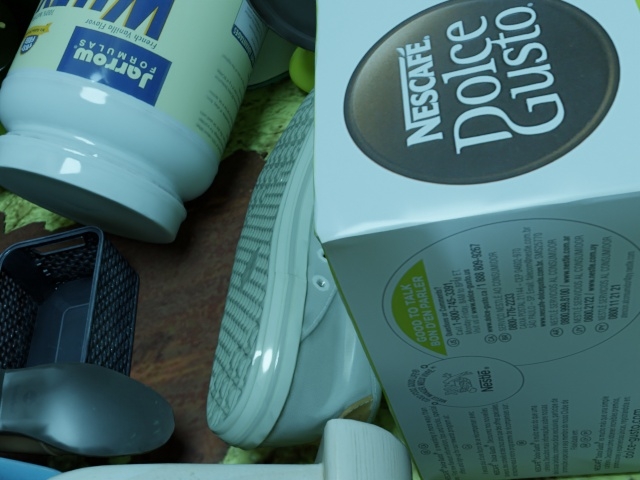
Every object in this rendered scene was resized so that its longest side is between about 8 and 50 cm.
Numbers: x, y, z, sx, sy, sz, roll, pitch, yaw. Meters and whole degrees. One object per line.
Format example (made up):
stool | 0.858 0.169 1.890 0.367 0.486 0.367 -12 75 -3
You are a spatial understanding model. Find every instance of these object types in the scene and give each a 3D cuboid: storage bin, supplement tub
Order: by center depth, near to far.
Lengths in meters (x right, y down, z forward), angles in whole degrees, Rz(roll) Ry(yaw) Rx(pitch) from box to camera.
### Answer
storage bin | -0.261 0.087 0.723 0.122 0.084 0.180 -12 52 9
supplement tub | -0.197 -0.182 0.780 0.235 0.235 0.325 11 74 25

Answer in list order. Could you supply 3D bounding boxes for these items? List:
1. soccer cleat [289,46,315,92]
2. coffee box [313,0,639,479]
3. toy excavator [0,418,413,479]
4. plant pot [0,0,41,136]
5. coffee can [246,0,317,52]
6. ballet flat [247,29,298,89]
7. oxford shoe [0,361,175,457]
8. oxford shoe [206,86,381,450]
soccer cleat | 0.097 -0.200 0.816 0.289 0.093 0.121 -4 55 16
coffee box | 0.193 -0.057 0.514 0.334 0.338 0.338 -9 51 12
toy excavator | -0.219 0.206 0.462 0.445 0.432 0.222 -43 36 42
plant pot | -0.447 -0.255 0.959 0.274 0.275 0.293 -38 35 -11
coffee can | 0.038 -0.358 0.733 0.201 0.201 0.275 -1 59 18
ballet flat | 0.027 -0.346 0.926 0.400 0.139 0.139 -31 51 -6
oxford shoe | -0.229 0.150 0.615 0.212 0.076 0.076 8 54 -4
oxford shoe | 0.000 0.000 0.684 0.130 0.169 0.449 22 44 -16
